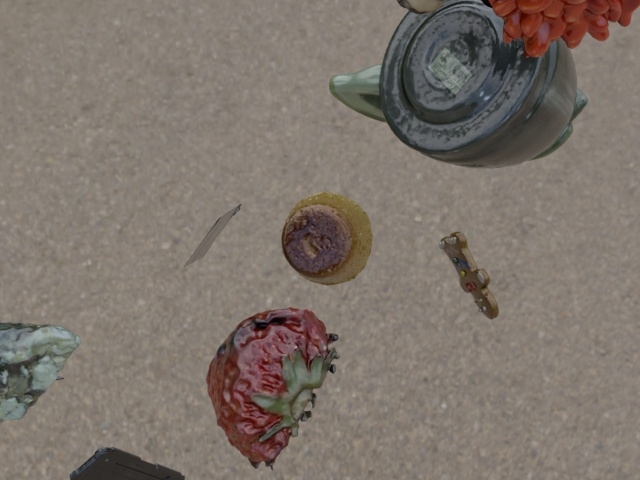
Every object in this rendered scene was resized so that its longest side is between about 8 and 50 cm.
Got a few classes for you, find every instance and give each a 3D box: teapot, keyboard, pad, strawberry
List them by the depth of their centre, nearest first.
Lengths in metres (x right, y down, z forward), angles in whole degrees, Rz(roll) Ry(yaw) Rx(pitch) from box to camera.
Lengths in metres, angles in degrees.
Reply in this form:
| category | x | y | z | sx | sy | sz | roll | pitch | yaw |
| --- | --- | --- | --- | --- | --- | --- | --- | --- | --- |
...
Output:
| category | x | y | z | sx | sy | sz | roll | pitch | yaw |
| --- | --- | --- | --- | --- | --- | --- | --- | --- | --- |
| teapot | 0.202 | -0.181 | 1.198 | 0.239 | 0.321 | 0.240 | 19 | 49 | -47 |
| strawberry | -0.106 | 0.205 | 1.471 | 0.150 | 0.253 | 0.280 | 34 | 5 | -27 |
| pad | -0.191 | -0.007 | 1.557 | 0.004 | 0.193 | 0.116 | 38 | 74 | -11 |
| keyboard | -0.369 | 0.462 | 1.729 | 0.106 | 0.262 | 0.016 | -40 | 51 | 7 |

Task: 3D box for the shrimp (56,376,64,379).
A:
| category | x | y | z | sx | sy | sz | roll | pitch | yaw |
| --- | --- | --- | --- | --- | --- | --- | --- | --- | --- |
| shrimp | -0.671 | 0.234 | 1.716 | 0.371 | 0.137 | 0.172 | 14 | 34 | -4 |

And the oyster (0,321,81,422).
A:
| category | x | y | z | sx | sy | sz | roll | pitch | yaw |
| --- | --- | --- | --- | --- | --- | --- | --- | --- | --- |
| oyster | -0.343 | 0.107 | 0.678 | 0.252 | 0.087 | 0.199 | 28 | 47 | -11 |

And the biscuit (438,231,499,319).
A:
| category | x | y | z | sx | sy | sz | roll | pitch | yaw |
| --- | --- | --- | --- | --- | --- | --- | --- | --- | --- |
| biscuit | 0.321 | 0.079 | 1.907 | 0.031 | 0.138 | 0.205 | -28 | 88 | -15 |

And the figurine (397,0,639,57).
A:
| category | x | y | z | sx | sy | sz | roll | pitch | yaw |
| --- | --- | --- | --- | --- | --- | --- | --- | --- | --- |
| figurine | 0.167 | -0.336 | 0.848 | 0.241 | 0.306 | 0.411 | -40 | 40 | -22 |

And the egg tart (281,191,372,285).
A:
| category | x | y | z | sx | sy | sz | roll | pitch | yaw |
| --- | --- | --- | --- | --- | --- | --- | --- | --- | --- |
| egg tart | 0.000 | 0.000 | 1.828 | 0.202 | 0.203 | 0.147 | 18 | 8 | 12 |
